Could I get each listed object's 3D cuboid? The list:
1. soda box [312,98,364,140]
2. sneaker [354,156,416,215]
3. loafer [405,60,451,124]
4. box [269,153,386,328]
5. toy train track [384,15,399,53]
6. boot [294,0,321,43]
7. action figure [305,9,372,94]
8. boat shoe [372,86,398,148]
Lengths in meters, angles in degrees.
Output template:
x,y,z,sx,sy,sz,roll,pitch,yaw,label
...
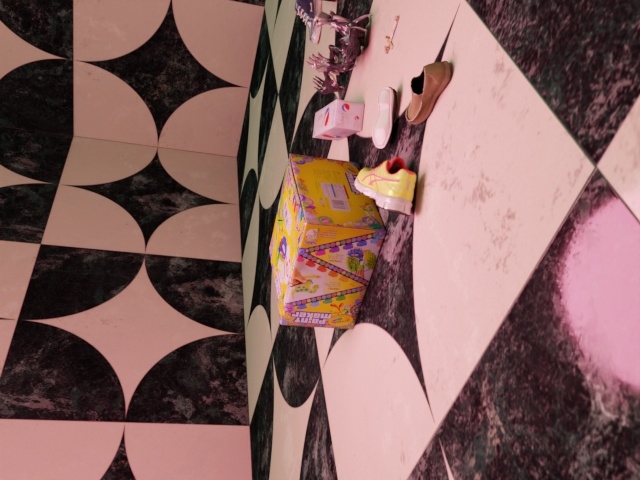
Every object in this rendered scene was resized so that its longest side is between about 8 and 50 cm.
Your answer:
x,y,z,sx,sy,sz,roll,pitch,yaw,label
0.042,-0.303,1.641,0.216,0.073,0.069,-170,86,-75,soda box
0.132,-0.117,1.232,0.208,0.081,0.094,-134,58,-63,sneaker
0.179,-0.263,1.136,0.148,0.050,0.056,117,155,-55,loafer
0.000,0.000,1.477,0.290,0.176,0.279,-104,25,-52,box
0.151,-0.445,1.395,0.048,0.014,0.083,-101,22,-48,toy train track
-0.045,-0.739,2.129,0.069,0.086,0.190,132,142,-66,boot
0.036,-0.480,1.614,0.276,0.140,0.164,128,156,-67,action figure
0.136,-0.253,1.329,0.046,0.038,0.125,8,100,34,boat shoe
